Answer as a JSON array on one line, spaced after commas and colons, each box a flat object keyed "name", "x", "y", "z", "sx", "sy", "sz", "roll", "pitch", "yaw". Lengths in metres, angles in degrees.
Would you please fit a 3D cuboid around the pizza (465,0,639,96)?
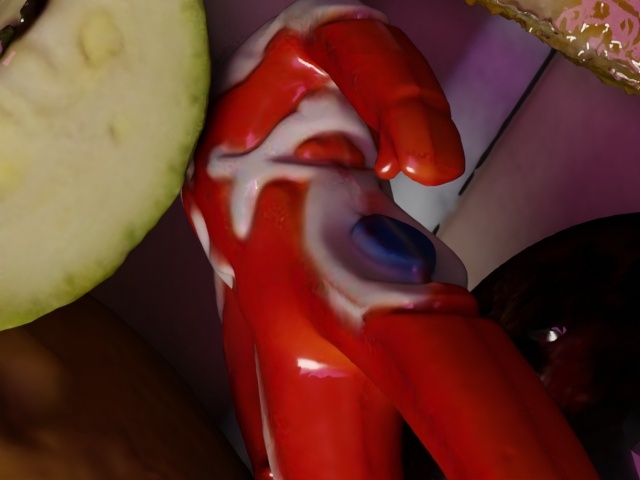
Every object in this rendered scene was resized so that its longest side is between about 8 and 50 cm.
[{"name": "pizza", "x": 0.111, "y": -0.149, "z": 0.651, "sx": 0.197, "sy": 0.058, "sz": 0.292, "roll": -24, "pitch": 87, "yaw": 7}]

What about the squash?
[{"name": "squash", "x": -0.129, "y": -0.057, "z": 0.643, "sx": 0.093, "sy": 0.252, "sz": 0.169, "roll": 36, "pitch": 84, "yaw": -26}]

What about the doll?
[{"name": "doll", "x": 0.000, "y": 0.000, "z": 0.573, "sx": 0.099, "sy": 0.384, "sz": 0.188, "roll": 6, "pitch": 130, "yaw": -21}]

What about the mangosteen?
[{"name": "mangosteen", "x": 0.127, "y": 0.089, "z": 0.601, "sx": 0.210, "sy": 0.210, "sz": 0.209, "roll": 1, "pitch": 94, "yaw": 14}]

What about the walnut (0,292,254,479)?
[{"name": "walnut", "x": -0.193, "y": 0.167, "z": 0.621, "sx": 0.398, "sy": 0.308, "sz": 0.354, "roll": 39, "pitch": 99, "yaw": 8}]
